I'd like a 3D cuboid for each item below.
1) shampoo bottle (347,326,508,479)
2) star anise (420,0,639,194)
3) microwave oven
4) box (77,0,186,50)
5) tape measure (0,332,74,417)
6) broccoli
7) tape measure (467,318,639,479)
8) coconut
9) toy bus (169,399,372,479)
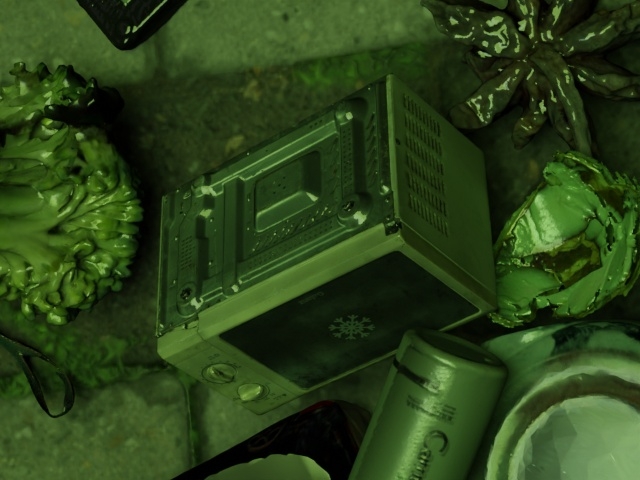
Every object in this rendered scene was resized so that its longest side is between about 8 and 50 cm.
[{"bbox_3d":[0.058,0.200,1.372,0.085,0.085,0.262,24,100,18],"label":"shampoo bottle"},{"bbox_3d":[0.188,-0.132,1.460,0.209,0.089,0.231,-40,76,15],"label":"star anise"},{"bbox_3d":[0.000,0.000,1.442,0.240,0.145,0.194,-27,49,30],"label":"microwave oven"},{"bbox_3d":[-0.170,-0.252,1.617,0.126,0.027,0.125,-44,76,13],"label":"box"},{"bbox_3d":[-0.313,0.106,1.616,0.180,0.107,0.104,-1,85,22],"label":"tape measure"},{"bbox_3d":[-0.288,-0.053,1.538,0.263,0.243,0.247,48,116,19],"label":"broccoli"},{"bbox_3d":[0.223,0.187,1.413,0.275,0.147,0.256,16,92,22],"label":"tape measure"},{"bbox_3d":[0.198,-0.001,1.412,0.158,0.055,0.133,-12,66,40],"label":"coconut"},{"bbox_3d":[-0.077,0.246,1.511,0.303,0.147,0.127,-30,82,17],"label":"toy bus"}]
